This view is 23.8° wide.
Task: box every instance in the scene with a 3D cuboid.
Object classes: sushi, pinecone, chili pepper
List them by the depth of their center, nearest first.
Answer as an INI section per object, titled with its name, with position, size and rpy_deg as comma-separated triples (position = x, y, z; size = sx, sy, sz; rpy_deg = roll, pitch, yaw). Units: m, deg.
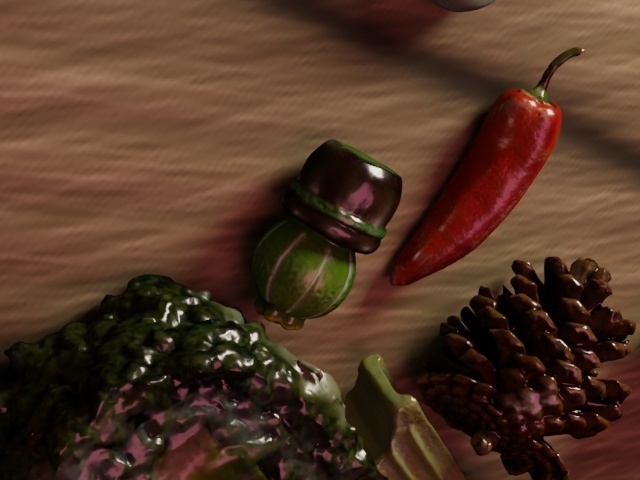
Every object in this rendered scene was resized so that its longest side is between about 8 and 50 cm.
[sushi]
position = -0.111, 0.205, 1.261
size = 0.294, 0.178, 0.352
rpy_deg = -47, 125, -7
[chili pepper]
position = 0.155, -0.061, 1.371
size = 0.272, 0.071, 0.063
rpy_deg = -56, 167, 9
[pinecone]
position = 0.205, 0.111, 1.415
size = 0.212, 0.168, 0.185
rpy_deg = -43, 122, -5

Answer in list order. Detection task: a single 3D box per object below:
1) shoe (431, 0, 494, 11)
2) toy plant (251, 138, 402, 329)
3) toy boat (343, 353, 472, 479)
[shoe]
position = 0.170, -0.299, 1.241
size = 0.103, 0.100, 0.251
rpy_deg = 15, 101, -37
[toy plant]
position = 0.000, 0.000, 1.285
size = 0.093, 0.093, 0.162
rpy_deg = 25, 97, -37
[toy boat]
position = 0.099, 0.225, 1.443
size = 0.084, 0.111, 0.276
rpy_deg = -40, 131, -3
